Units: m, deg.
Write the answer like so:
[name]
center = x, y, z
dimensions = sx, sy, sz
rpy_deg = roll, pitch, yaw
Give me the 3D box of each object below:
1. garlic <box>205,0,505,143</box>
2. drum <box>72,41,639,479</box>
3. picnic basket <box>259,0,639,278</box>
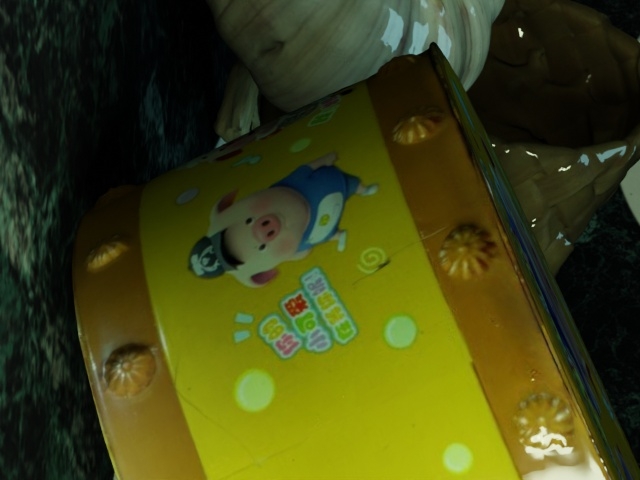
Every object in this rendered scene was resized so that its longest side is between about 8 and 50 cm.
[garlic]
center = -0.008, -0.154, 1.316
dimensions = 0.253, 0.245, 0.245
rpy_deg = -46, -157, 39
[drum]
center = 0.053, 0.125, 1.028
dimensions = 0.431, 0.214, 0.431
rpy_deg = -24, 90, -83
[picnic basket]
center = 0.127, -0.179, 1.529
dimensions = 0.293, 0.337, 0.337
rpy_deg = -58, 151, -53
